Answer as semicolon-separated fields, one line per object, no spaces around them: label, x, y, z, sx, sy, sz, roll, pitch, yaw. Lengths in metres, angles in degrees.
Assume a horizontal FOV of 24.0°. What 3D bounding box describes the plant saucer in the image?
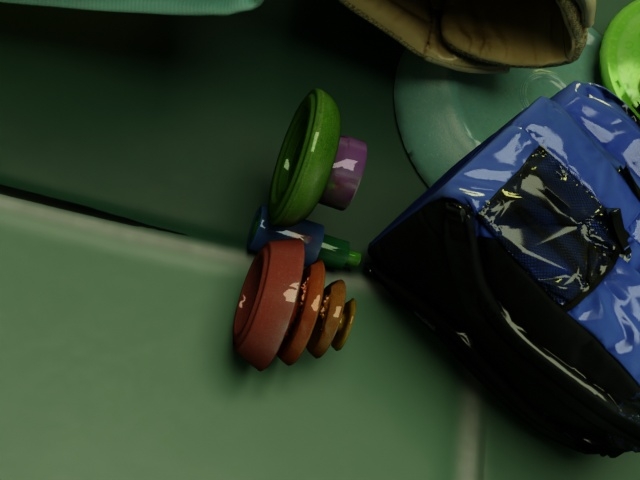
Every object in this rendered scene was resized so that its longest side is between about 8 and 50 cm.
plant saucer;0.089;-0.054;0.618;0.119;0.021;0.119;8;65;-17

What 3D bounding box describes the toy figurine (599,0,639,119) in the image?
toy figurine;0.195;-0.052;0.546;0.130;0.159;0.173;-28;80;-22

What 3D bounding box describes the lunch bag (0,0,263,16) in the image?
lunch bag;-0.141;-0.203;0.521;0.262;0.160;0.223;0;66;2

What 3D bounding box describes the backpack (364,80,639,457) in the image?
backpack;0.096;0.012;0.540;0.101;0.098;0.120;-42;90;-16

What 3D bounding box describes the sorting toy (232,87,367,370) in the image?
sorting toy;0.000;0.000;0.540;0.042;0.061;0.102;17;85;-12

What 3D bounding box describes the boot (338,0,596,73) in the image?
boot;0.106;-0.154;0.613;0.262;0.095;0.204;18;60;-28
